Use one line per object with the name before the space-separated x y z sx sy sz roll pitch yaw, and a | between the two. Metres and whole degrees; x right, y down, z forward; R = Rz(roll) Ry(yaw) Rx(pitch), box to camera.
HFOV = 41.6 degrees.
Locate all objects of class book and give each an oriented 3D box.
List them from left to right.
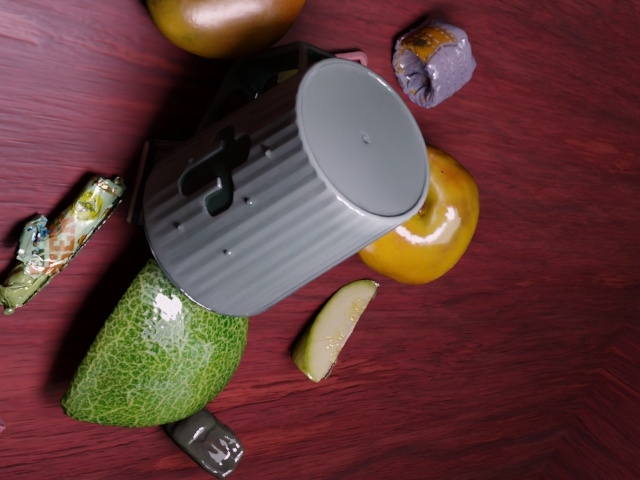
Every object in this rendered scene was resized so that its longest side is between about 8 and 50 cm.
book | -0.225 -0.100 1.504 0.231 0.026 0.157 -3 121 -42

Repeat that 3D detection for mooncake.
mooncake | -0.243 0.420 1.776 0.104 0.168 0.175 -44 155 -11

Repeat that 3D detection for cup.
cup | -0.077 -0.117 1.315 0.392 0.401 0.310 -28 178 43

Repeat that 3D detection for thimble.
thimble | 0.223 -0.350 1.657 0.118 0.127 0.151 -38 141 -18

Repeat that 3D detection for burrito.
burrito | -0.432 -0.005 1.356 0.288 0.054 0.104 -50 140 -2

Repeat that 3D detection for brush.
brush | 0.003 -0.306 1.546 0.233 0.047 0.103 -17 130 -36

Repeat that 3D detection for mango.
mango | -0.140 -0.366 1.297 0.254 0.139 0.175 -25 119 -17

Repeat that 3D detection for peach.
peach | 0.186 -0.049 1.753 0.289 0.289 0.308 -45 174 -8

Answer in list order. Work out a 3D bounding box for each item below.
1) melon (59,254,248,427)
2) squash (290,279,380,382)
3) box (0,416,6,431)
melon | -0.284 0.156 1.523 0.331 0.226 0.343 5 131 -27
squash | 0.037 0.184 1.904 0.093 0.169 0.252 37 93 -6
box | -0.625 0.315 1.415 0.111 0.060 0.156 -47 138 -5
